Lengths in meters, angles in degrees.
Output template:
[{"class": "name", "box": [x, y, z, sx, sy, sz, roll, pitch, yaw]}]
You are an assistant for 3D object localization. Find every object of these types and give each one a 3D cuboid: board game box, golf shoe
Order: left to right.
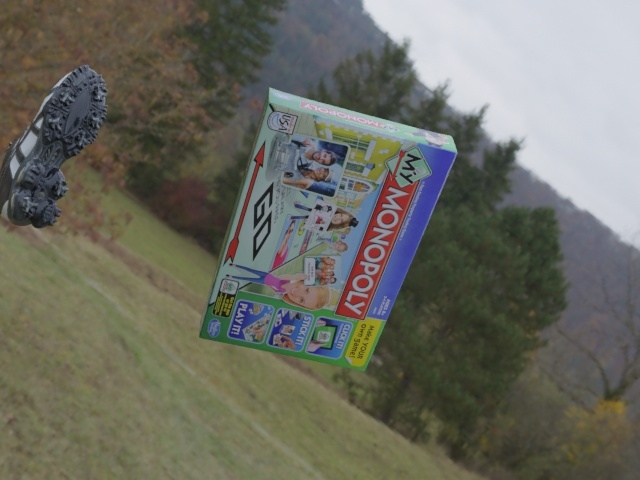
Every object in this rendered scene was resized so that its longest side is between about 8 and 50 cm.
[{"class": "golf shoe", "box": [-0.313, -0.112, 1.017, 0.094, 0.198, 0.077, 10, -21, 37]}, {"class": "board game box", "box": [0.000, 0.000, 1.045, 0.214, 0.317, 0.046, 13, 30, -10]}]
